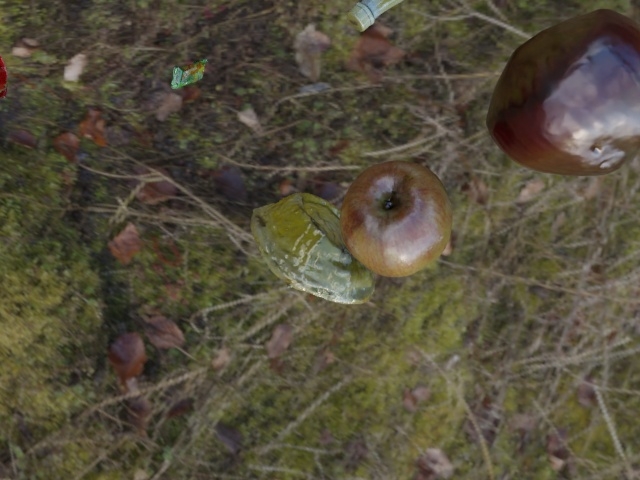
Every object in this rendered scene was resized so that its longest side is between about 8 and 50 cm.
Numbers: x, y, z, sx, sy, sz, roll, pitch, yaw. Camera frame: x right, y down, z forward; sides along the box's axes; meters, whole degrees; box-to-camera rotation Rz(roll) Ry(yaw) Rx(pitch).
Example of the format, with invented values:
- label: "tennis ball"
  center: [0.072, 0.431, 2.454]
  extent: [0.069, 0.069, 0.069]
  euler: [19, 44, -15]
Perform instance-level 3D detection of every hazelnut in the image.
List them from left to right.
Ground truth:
- label: "hazelnut"
  center: [0.343, -0.184, 1.275]
  extent: [0.217, 0.251, 0.217]
  euler: [14, 59, -24]

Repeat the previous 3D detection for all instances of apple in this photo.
- label: "apple"
  center: [0.054, -0.014, 0.669]
  extent: [0.084, 0.084, 0.071]
  euler: [-50, 148, -13]

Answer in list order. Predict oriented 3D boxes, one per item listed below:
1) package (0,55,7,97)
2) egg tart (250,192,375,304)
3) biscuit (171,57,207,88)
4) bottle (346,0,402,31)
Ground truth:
- label: "package"
  center: [-0.726, -0.321, 1.587]
  extent: [0.423, 0.196, 0.123]
  euler: [10, 83, -52]
- label: "egg tart"
  center: [0.000, 0.000, 1.518]
  extent: [0.232, 0.252, 0.098]
  euler: [30, 116, -6]
- label: "biscuit"
  center: [-0.242, -0.308, 1.774]
  extent: [0.089, 0.016, 0.046]
  euler: [-34, 148, -51]
- label: "bottle"
  center: [0.145, -0.418, 1.480]
  extent: [0.270, 0.083, 0.083]
  euler: [-46, 120, -13]
